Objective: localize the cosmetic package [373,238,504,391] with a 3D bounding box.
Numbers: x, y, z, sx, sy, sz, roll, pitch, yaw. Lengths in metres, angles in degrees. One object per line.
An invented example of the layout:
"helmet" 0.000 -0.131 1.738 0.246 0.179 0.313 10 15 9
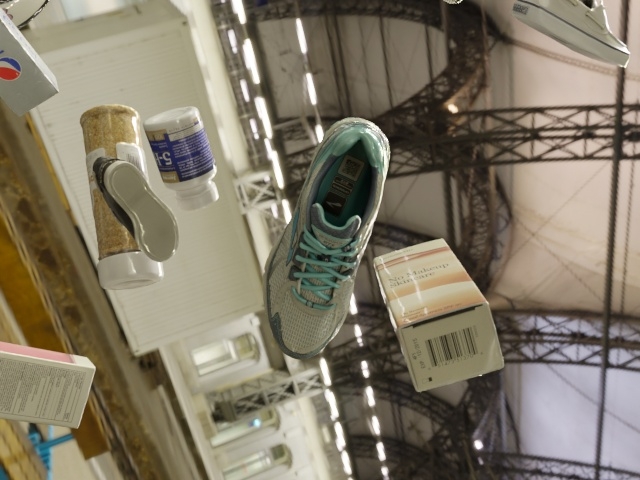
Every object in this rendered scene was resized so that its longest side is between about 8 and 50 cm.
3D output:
"cosmetic package" 0.194 0.117 1.167 0.296 0.153 0.129 -103 175 -71

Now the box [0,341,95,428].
"box" -0.664 0.332 1.548 0.127 0.232 0.148 7 -100 61

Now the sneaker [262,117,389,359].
"sneaker" 0.000 0.000 0.733 0.122 0.110 0.283 -85 -170 -84

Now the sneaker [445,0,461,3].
"sneaker" 0.225 -0.736 1.623 0.236 0.130 0.322 22 -31 44

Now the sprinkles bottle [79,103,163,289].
"sprinkles bottle" -0.394 -0.085 1.322 0.121 0.121 0.355 117 -37 -74

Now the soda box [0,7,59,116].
"soda box" -0.622 -0.380 1.253 0.091 0.098 0.286 56 -3 48

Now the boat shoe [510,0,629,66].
"boat shoe" 0.444 -0.376 1.145 0.088 0.268 0.096 -66 -154 17

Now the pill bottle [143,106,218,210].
"pill bottle" -0.269 -0.160 1.325 0.112 0.112 0.186 -134 -154 -64

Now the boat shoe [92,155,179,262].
"boat shoe" -0.176 -0.029 0.638 0.038 0.046 0.125 27 -25 38

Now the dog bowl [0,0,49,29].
"dog bowl" -0.750 -0.625 1.355 0.150 0.408 0.408 161 -90 -78
